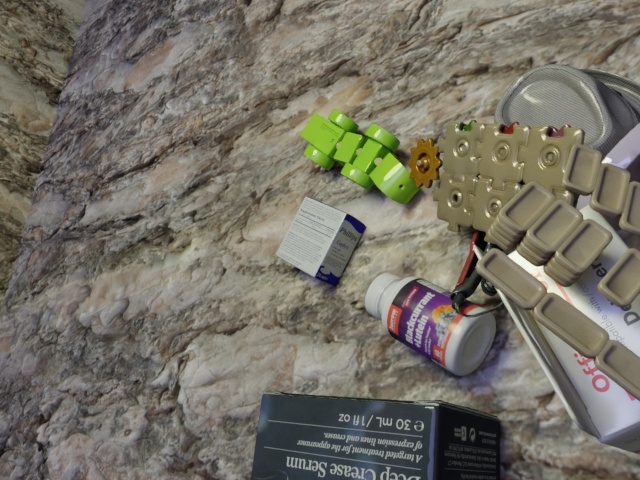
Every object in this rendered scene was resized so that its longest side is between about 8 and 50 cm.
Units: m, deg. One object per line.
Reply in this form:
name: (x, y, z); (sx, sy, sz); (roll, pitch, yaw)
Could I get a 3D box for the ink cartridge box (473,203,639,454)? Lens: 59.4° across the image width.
ink cartridge box: (0.317, 0.102, 0.597); (0.119, 0.353, 0.207); (-37, 51, 22)

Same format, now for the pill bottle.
pill bottle: (0.165, 0.121, 0.885); (0.193, 0.108, 0.108); (26, 88, 44)

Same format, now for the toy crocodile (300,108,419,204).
toy crocodile: (0.068, -0.174, 1.117); (0.340, 0.105, 0.115); (37, 96, 48)

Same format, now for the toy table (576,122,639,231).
toy table: (0.455, -0.063, 0.651); (0.274, 0.252, 0.161); (-33, 52, -12)

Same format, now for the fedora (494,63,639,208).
fedora: (0.365, -0.165, 0.836); (0.243, 0.124, 0.275); (-44, 49, 17)

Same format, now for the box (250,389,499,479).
box: (0.065, 0.422, 0.762); (0.293, 0.212, 0.396); (-9, 66, 36)

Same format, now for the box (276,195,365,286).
box: (0.000, 0.000, 1.103); (0.126, 0.072, 0.137); (27, 89, 44)

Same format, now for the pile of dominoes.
pile of dominoes: (0.273, 0.040, 0.494); (0.251, 0.040, 0.196); (41, 65, 20)

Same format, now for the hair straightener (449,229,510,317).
hair straightener: (0.256, 0.027, 0.831); (0.089, 0.047, 0.230); (2, 41, 39)

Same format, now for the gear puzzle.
gear puzzle: (0.247, -0.093, 0.853); (0.339, 0.044, 0.176); (23, 112, 56)
